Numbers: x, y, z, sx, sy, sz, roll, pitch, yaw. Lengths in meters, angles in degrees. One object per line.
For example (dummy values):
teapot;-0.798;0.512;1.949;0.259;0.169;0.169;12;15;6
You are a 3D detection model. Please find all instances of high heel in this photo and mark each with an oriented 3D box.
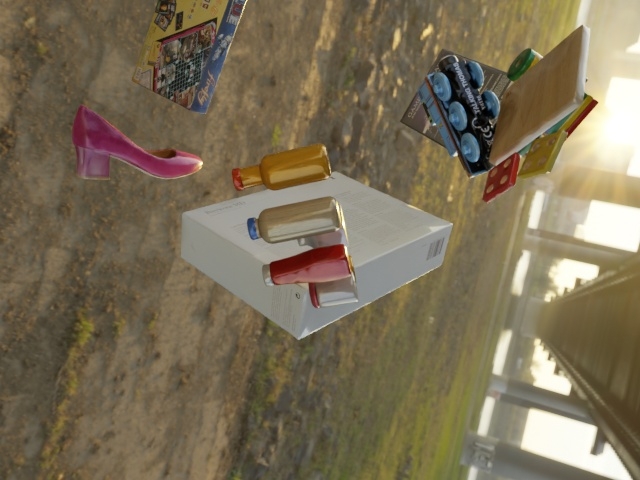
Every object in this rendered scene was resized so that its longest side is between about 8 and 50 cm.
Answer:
high heel;-0.307;-0.169;1.053;0.244;0.082;0.117;-6;111;-40

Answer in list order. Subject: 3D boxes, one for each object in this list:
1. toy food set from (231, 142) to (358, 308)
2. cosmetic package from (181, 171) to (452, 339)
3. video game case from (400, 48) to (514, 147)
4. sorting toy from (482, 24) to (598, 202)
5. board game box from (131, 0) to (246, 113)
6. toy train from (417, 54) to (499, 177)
toy food set;-0.022;0.005;0.714;0.232;0.105;0.111;74;7;-53
cosmetic package;0.000;0.000;1.043;0.377;0.284;0.097;-20;131;-43
video game case;0.309;-0.302;1.352;0.026;0.274;0.196;20;106;-38
sorting toy;0.263;-0.151;0.704;0.132;0.046;0.274;-42;-159;53
board game box;-0.230;-0.367;1.080;0.042;0.165;0.243;1;116;-59
toy train;0.212;-0.177;0.894;0.105;0.080;0.184;121;-52;-76
